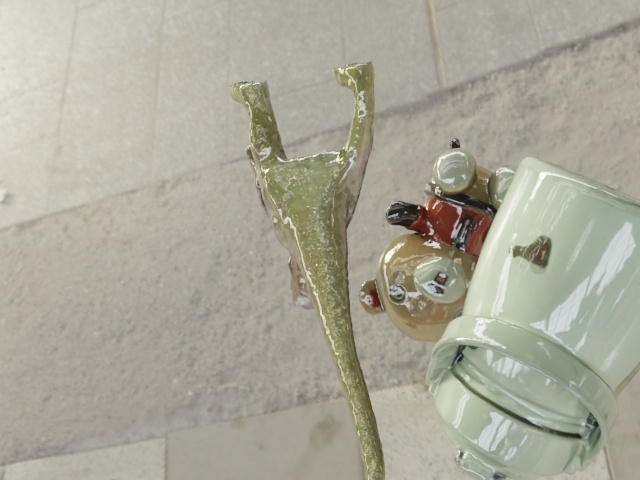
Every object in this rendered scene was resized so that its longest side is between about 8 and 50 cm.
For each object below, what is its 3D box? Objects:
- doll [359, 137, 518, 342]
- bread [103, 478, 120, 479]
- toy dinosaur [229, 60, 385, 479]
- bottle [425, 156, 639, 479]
[{"bbox_3d":[0.207,0.009,1.277,0.235,0.174,0.330,20,103,-3],"label":"doll"},{"bbox_3d":[-0.267,0.519,1.040,0.148,0.328,0.337,-30,26,17],"label":"bread"},{"bbox_3d":[0.004,-0.001,0.462,0.072,0.200,0.251,-11,15,-16],"label":"toy dinosaur"},{"bbox_3d":[0.235,0.105,0.832,0.229,0.229,0.352,33,105,34],"label":"bottle"}]
